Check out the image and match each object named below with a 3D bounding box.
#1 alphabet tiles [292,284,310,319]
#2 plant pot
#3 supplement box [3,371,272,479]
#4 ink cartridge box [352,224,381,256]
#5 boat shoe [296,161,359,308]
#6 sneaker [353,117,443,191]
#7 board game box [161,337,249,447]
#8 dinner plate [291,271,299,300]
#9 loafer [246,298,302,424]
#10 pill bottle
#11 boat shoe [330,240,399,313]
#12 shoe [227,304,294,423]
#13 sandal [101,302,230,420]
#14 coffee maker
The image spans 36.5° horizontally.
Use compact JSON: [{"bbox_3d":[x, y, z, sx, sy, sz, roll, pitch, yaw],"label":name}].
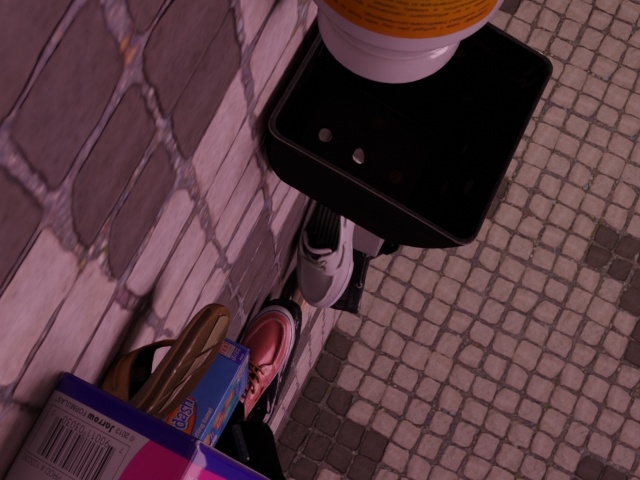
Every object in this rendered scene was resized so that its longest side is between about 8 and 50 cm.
[{"bbox_3d":[0.001,0.046,1.541,0.284,0.021,0.278,-59,173,-50],"label":"alphabet tiles"},{"bbox_3d":[0.058,-0.100,0.855,0.188,0.187,0.167,-62,-173,-17],"label":"plant pot"},{"bbox_3d":[-0.134,0.207,0.551,0.220,0.111,0.114,-62,146,-14],"label":"supplement box"},{"bbox_3d":[0.113,-0.090,1.779,0.208,0.087,0.153,-62,173,-15],"label":"ink cartridge box"},{"bbox_3d":[0.000,0.000,1.281,0.076,0.083,0.226,-36,142,-53],"label":"boat shoe"},{"bbox_3d":[0.111,-0.085,1.088,0.106,0.123,0.290,-46,-160,7],"label":"sneaker"},{"bbox_3d":[-0.141,0.211,0.994,0.210,0.047,0.160,-62,175,-21],"label":"board game box"},{"bbox_3d":[-0.017,0.036,1.508,0.141,0.017,0.141,-62,174,-12],"label":"dinner plate"},{"bbox_3d":[-0.078,0.184,1.297,0.078,0.076,0.223,22,90,-77],"label":"loafer"},{"bbox_3d":[0.056,-0.194,0.551,0.136,0.136,0.245,-62,174,-20],"label":"pill bottle"},{"bbox_3d":[0.097,0.003,1.907,0.340,0.113,0.127,-60,173,-36],"label":"boat shoe"},{"bbox_3d":[-0.088,0.167,1.196,0.178,0.064,0.081,-61,-179,15],"label":"shoe"},{"bbox_3d":[-0.132,0.109,0.674,0.180,0.049,0.072,-49,168,-1],"label":"sandal"},{"bbox_3d":[-0.074,0.299,1.109,0.120,0.171,0.178,-66,-160,15],"label":"coffee maker"}]
